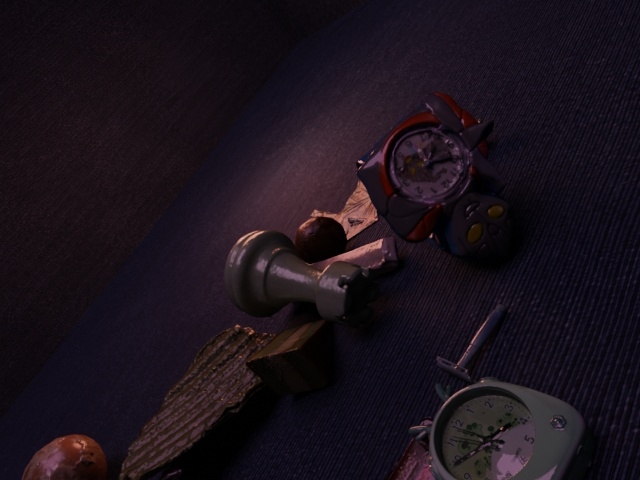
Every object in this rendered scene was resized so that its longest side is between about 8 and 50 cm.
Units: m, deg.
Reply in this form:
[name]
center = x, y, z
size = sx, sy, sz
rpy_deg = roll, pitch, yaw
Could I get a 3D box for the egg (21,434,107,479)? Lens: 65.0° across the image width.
[egg]
center = -0.627, 0.587, 1.237
size = 0.233, 0.195, 0.195
rpy_deg = -58, 27, 4

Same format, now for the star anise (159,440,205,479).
[star anise]
center = -0.357, 0.483, 1.009
size = 0.228, 0.218, 0.148
rpy_deg = 4, 41, 2

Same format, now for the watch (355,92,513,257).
[watch]
center = 0.222, -0.089, 0.931
size = 0.241, 0.305, 0.274
rpy_deg = -43, -3, 1

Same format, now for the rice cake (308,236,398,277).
[rice cake]
center = 0.028, 0.074, 1.136
size = 0.365, 0.056, 0.072
rpy_deg = -22, 52, 40

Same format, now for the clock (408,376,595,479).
[clock]
center = 0.209, 0.249, 0.623
size = 0.159, 0.066, 0.211
rpy_deg = -50, 32, -17

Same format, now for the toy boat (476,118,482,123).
[toy boat]
center = 0.252, -0.162, 1.141
size = 0.293, 0.055, 0.093
rpy_deg = -34, 29, 24

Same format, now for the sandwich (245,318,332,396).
[sandwich]
center = -0.054, 0.192, 0.983
size = 0.117, 0.144, 0.187
rpy_deg = -17, 36, 15

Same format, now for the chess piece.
[chess piece]
center = -0.035, 0.087, 1.032
size = 0.299, 0.194, 0.194
rpy_deg = 10, 59, 38

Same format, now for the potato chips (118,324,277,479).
[potato chips]
center = -0.263, 0.344, 1.101
size = 0.429, 0.070, 0.358
rpy_deg = -41, 17, -16

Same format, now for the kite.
[kite]
center = 0.050, -0.059, 1.337
size = 0.335, 0.011, 0.314
rpy_deg = -55, 28, -16

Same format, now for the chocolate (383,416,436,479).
[chocolate]
center = 0.127, 0.333, 0.686
size = 0.086, 0.028, 0.182
rpy_deg = 17, 63, 50

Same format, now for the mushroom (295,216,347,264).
[mushroom]
center = 0.000, 0.000, 1.204
size = 0.127, 0.127, 0.087
rpy_deg = -47, 15, 0

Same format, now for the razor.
[razor]
center = 0.243, 0.152, 0.764
size = 0.135, 0.040, 0.068
rpy_deg = -48, 27, -17
